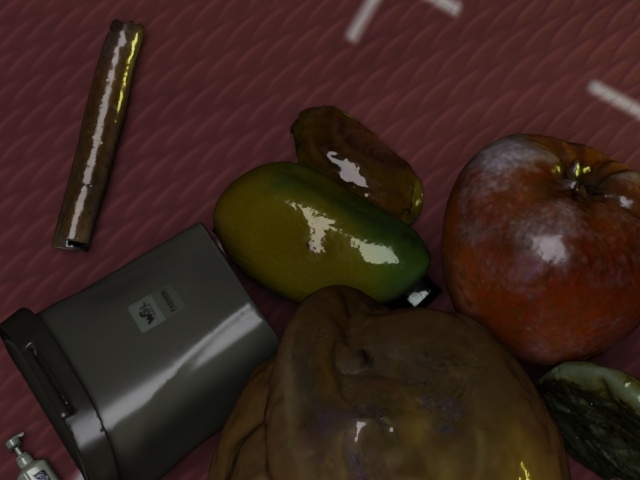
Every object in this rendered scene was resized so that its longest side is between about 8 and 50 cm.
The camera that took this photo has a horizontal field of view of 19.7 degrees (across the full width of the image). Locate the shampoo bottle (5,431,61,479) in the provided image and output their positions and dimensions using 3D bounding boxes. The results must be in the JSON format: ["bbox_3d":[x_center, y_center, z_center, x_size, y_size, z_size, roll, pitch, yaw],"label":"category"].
[{"bbox_3d":[-0.301,0.274,2.010,0.049,0.034,0.141,-37,81,9],"label":"shampoo bottle"}]

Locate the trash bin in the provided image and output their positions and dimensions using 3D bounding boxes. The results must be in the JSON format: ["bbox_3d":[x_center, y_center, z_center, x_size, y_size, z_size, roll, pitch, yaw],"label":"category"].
[{"bbox_3d":[-0.174,0.128,1.916,0.250,0.219,0.220,-33,68,-4],"label":"trash bin"}]

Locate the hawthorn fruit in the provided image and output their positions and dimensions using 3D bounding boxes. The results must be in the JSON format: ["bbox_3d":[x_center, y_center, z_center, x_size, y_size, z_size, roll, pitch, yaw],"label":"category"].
[{"bbox_3d":[0.243,0.018,1.870,0.235,0.263,0.231,20,56,38],"label":"hawthorn fruit"}]

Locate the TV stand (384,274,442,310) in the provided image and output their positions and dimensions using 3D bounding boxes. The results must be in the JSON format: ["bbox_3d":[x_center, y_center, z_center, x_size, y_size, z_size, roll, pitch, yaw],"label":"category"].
[{"bbox_3d":[0.026,0.129,1.971,0.256,0.049,0.040,-45,83,2],"label":"TV stand"}]

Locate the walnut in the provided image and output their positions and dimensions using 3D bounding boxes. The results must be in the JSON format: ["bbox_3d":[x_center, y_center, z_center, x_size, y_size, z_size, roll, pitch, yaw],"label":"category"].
[{"bbox_3d":[0.055,0.236,1.767,0.384,0.383,0.383,-1,86,7],"label":"walnut"}]

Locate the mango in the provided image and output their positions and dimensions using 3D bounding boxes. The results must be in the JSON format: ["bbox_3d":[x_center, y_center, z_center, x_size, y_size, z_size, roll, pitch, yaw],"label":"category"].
[{"bbox_3d":[-0.004,0.005,1.940,0.237,0.091,0.137,32,104,19],"label":"mango"}]

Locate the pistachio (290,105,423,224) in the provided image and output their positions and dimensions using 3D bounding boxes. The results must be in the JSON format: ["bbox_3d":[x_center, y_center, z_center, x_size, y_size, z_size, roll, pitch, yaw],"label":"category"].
[{"bbox_3d":[0.034,-0.077,1.985,0.173,0.049,0.089,40,93,9],"label":"pistachio"}]

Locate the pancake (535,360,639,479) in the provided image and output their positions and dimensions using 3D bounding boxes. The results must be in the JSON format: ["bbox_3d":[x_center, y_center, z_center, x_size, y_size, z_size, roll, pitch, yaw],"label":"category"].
[{"bbox_3d":[0.315,0.204,1.829,0.253,0.253,0.037,40,71,8],"label":"pancake"}]

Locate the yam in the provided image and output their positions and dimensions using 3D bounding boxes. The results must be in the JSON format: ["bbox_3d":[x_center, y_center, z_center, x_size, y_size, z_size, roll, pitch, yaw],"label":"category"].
[{"bbox_3d":[-0.243,-0.115,2.025,0.046,0.046,0.264,14,87,8],"label":"yam"}]
